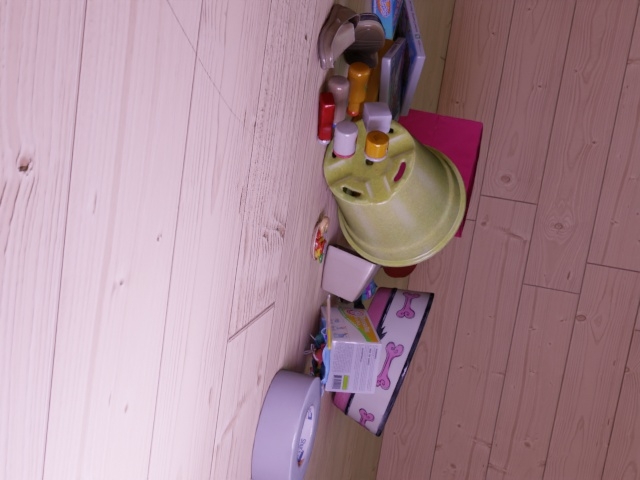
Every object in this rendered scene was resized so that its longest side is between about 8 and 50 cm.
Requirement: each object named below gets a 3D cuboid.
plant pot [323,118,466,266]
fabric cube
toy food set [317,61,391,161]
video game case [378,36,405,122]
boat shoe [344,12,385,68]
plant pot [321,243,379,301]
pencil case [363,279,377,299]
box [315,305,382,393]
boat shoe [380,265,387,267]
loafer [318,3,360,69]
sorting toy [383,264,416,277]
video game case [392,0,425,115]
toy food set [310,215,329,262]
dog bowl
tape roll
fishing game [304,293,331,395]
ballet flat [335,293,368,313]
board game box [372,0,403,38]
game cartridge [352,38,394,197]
[{"bbox_3d":[0.130,-0.113,1.713,0.254,0.276,0.276,42,58,-64],"label":"plant pot"},{"bbox_3d":[0.306,-0.190,2.462,0.254,0.259,0.258,71,33,-70],"label":"fabric cube"},{"bbox_3d":[0.054,-0.202,1.517,0.104,0.111,0.232,96,-16,-47],"label":"toy food set"},{"bbox_3d":[0.160,-0.339,1.965,0.183,0.023,0.201,-60,155,-59],"label":"video game case"},{"bbox_3d":[0.080,-0.384,1.613,0.223,0.080,0.073,73,19,-83],"label":"boat shoe"},{"bbox_3d":[0.059,0.073,1.866,0.109,0.109,0.096,-3,115,-79],"label":"plant pot"},{"bbox_3d":[0.109,0.094,2.213,0.064,0.070,0.151,-33,153,-11],"label":"pencil case"},{"bbox_3d":[0.054,0.224,1.812,0.203,0.103,0.114,-113,-151,-73],"label":"box"},{"bbox_3d":[0.171,0.028,2.451,0.190,0.072,0.068,70,33,-69],"label":"boat shoe"},{"bbox_3d":[0.032,-0.345,1.459,0.056,0.050,0.148,81,21,-55],"label":"loafer"},{"bbox_3d":[0.245,-0.071,2.756,0.126,0.127,0.365,-131,-138,-66],"label":"sorting toy"},{"bbox_3d":[0.201,-0.435,2.054,0.212,0.023,0.193,103,-17,-59],"label":"video game case"},{"bbox_3d":[0.000,0.000,1.697,0.082,0.020,0.083,88,16,-49],"label":"toy food set"},{"bbox_3d":[0.162,0.303,2.302,0.408,0.150,0.408,21,90,-83],"label":"dog bowl"},{"bbox_3d":[-0.059,0.350,1.589,0.219,0.072,0.219,10,90,-79],"label":"tape roll"},{"bbox_3d":[-0.011,0.248,1.748,0.264,0.041,0.189,103,-9,-49],"label":"fishing game"},{"bbox_3d":[0.068,0.161,2.006,0.203,0.074,0.074,-93,-173,-64],"label":"ballet flat"},{"bbox_3d":[0.150,-0.567,1.865,0.210,0.047,0.160,84,20,-58],"label":"board game box"},{"bbox_3d":[0.124,-0.258,2.035,0.323,0.053,0.285,83,21,-50],"label":"game cartridge"}]
